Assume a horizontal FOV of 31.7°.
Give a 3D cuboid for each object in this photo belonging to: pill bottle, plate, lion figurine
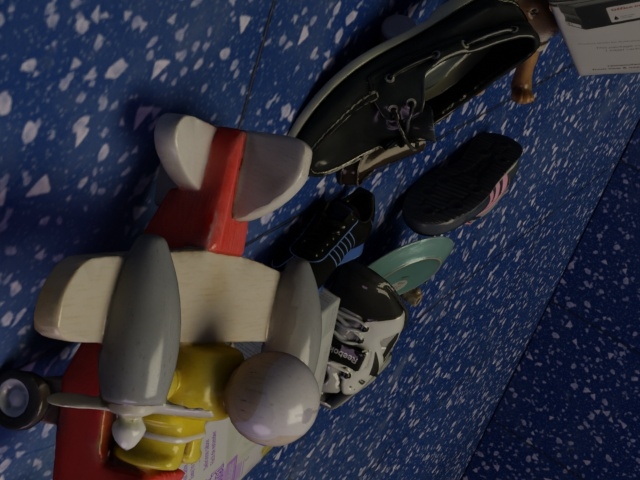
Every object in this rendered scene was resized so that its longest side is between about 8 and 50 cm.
[{"bbox_3d":[0.093,-0.232,1.376,0.043,0.043,0.083,-45,157,-29],"label":"pill bottle"},{"bbox_3d":[0.129,0.053,1.776,0.188,0.024,0.188,-23,159,-10],"label":"plate"},{"bbox_3d":[0.304,-0.348,1.604,0.392,0.142,0.240,-57,157,-44],"label":"lion figurine"}]

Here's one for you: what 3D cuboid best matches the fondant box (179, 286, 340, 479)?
[{"bbox_3d":[-0.120,0.218,1.475,0.330,0.096,0.238,-40,154,-36],"label":"fondant box"}]

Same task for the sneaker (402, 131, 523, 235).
[{"bbox_3d":[0.231,-0.060,1.841,0.319,0.112,0.131,-35,147,-44],"label":"sneaker"}]

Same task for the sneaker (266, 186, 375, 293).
[{"bbox_3d":[0.000,0.000,1.463,0.232,0.081,0.090,-39,151,-55],"label":"sneaker"}]

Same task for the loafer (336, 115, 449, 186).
[{"bbox_3d":[0.102,-0.143,1.474,0.220,0.078,0.080,-47,157,-27],"label":"loafer"}]

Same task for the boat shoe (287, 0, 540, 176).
[{"bbox_3d":[0.115,-0.168,1.325,0.340,0.113,0.127,-35,151,-11],"label":"boat shoe"}]

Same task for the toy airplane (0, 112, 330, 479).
[{"bbox_3d":[-0.102,0.075,1.053,0.386,0.272,0.384,-41,154,-36],"label":"toy airplane"}]

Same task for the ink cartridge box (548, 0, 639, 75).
[{"bbox_3d":[0.354,-0.405,1.337,0.395,0.166,0.285,36,55,-63],"label":"ink cartridge box"}]

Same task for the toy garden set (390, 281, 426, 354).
[{"bbox_3d":[0.130,0.130,1.974,0.204,0.049,0.244,-47,157,-26],"label":"toy garden set"}]

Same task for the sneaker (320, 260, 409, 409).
[{"bbox_3d":[0.045,0.162,1.725,0.146,0.122,0.330,-49,157,-28],"label":"sneaker"}]
